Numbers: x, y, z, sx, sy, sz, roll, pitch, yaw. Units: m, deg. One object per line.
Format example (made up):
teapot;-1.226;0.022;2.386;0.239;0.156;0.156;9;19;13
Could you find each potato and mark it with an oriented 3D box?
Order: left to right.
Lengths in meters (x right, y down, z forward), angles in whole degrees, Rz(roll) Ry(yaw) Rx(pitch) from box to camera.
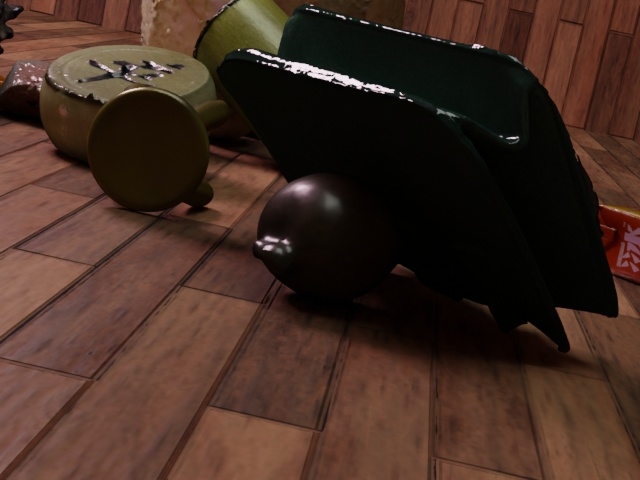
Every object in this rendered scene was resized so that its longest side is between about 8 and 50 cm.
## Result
potato;-0.129;-0.185;1.794;0.112;0.112;0.147;12;13;-1

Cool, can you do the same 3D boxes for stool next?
stool;-0.148;-0.086;1.252;0.134;0.135;0.110;57;10;-1

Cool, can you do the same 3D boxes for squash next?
squash;-0.034;-0.175;1.652;0.247;0.132;0.132;48;24;18

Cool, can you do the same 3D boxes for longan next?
longan;0.000;0.000;1.012;0.119;0.106;0.106;-20;29;-39

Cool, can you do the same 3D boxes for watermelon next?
watermelon;-0.274;-0.162;1.620;0.241;0.095;0.154;12;21;4

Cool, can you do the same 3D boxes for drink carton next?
drink carton;0.383;0.023;1.368;0.096;0.071;0.223;2;15;-39

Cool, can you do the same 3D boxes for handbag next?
handbag;0.072;-0.055;1.058;0.089;0.238;0.326;-40;33;-19

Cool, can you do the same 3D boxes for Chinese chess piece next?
Chinese chess piece;-0.205;-0.148;1.453;0.188;0.083;0.188;2;28;-1

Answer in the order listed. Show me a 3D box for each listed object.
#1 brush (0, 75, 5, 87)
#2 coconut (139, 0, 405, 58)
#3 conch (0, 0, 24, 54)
brush;-0.423;-0.208;1.836;0.090;0.017;0.314;8;11;-32
coconut;-0.053;-0.348;2.005;0.404;0.405;0.404;12;11;-2
conch;-0.497;-0.255;1.648;0.240;0.186;0.313;10;28;26
